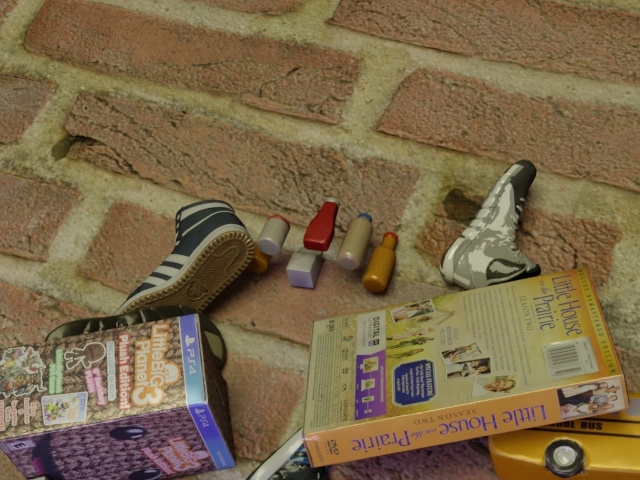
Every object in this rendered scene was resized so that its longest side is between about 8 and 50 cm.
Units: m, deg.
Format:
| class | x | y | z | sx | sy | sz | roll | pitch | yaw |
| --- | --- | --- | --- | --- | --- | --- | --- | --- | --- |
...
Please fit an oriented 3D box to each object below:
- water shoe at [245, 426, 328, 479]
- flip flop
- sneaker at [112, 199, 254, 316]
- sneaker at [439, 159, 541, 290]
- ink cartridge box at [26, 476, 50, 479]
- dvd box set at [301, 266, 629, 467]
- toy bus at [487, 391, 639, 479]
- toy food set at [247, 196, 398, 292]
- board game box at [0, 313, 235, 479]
| class | x | y | z | sx | sy | sz | roll | pitch | yaw |
| --- | --- | --- | --- | --- | --- | --- | --- | --- | --- |
| water shoe | -0.017 | 0.311 | 1.768 | 0.203 | 0.073 | 0.080 | -41 | 85 | -13 |
| flip flop | -0.281 | 0.165 | 1.871 | 0.277 | 0.080 | 0.112 | -5 | 71 | -19 |
| sneaker | -0.229 | 0.050 | 1.959 | 0.282 | 0.099 | 0.153 | -40 | 34 | 10 |
| sneaker | 0.294 | -0.004 | 1.877 | 0.132 | 0.086 | 0.229 | 33 | 81 | 24 |
| ink cartridge box | -0.446 | 0.430 | 1.751 | 0.176 | 0.127 | 0.128 | -15 | 58 | 6 |
| dvd box set | 0.189 | 0.167 | 1.709 | 0.420 | 0.062 | 0.307 | -12 | 25 | 7 |
| toy bus | 0.396 | 0.276 | 1.651 | 0.332 | 0.108 | 0.130 | 1 | 57 | 15 |
| toy food set | 0.000 | 0.000 | 1.926 | 0.232 | 0.111 | 0.104 | 7 | 48 | 19 |
| board game box | -0.286 | 0.240 | 1.752 | 0.291 | 0.232 | 0.141 | -11 | 58 | 1 |
